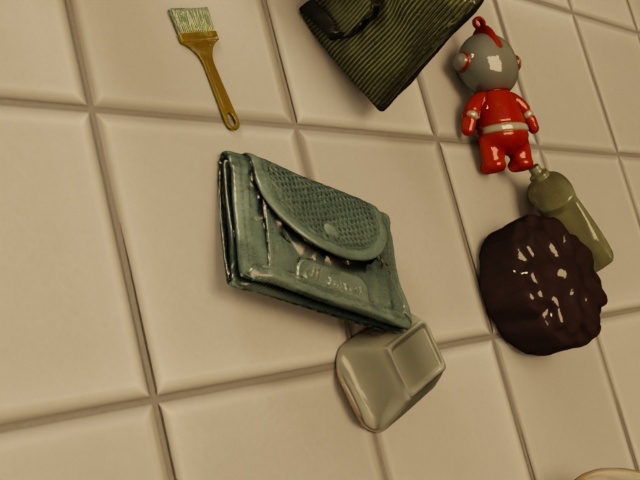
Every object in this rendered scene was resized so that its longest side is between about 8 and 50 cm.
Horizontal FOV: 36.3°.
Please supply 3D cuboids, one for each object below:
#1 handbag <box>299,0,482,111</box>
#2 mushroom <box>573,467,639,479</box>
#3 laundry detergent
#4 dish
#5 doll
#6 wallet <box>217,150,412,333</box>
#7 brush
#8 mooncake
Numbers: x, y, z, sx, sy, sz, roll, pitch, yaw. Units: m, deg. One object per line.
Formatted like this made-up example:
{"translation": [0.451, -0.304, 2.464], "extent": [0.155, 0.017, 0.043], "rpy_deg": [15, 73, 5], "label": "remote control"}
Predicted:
{"translation": [0.135, -0.423, 1.684], "extent": [0.240, 0.340, 0.247], "rpy_deg": [41, 49, -2], "label": "handbag"}
{"translation": [0.504, 0.506, 1.801], "extent": [0.162, 0.173, 0.236], "rpy_deg": [-35, 145, -85], "label": "mushroom"}
{"translation": [0.514, -0.055, 2.061], "extent": [0.253, 0.091, 0.181], "rpy_deg": [54, 11, -13], "label": "laundry detergent"}
{"translation": [0.120, 0.204, 1.555], "extent": [0.234, 0.064, 0.154], "rpy_deg": [-29, 95, -49], "label": "dish"}
{"translation": [0.354, -0.304, 2.019], "extent": [0.200, 0.105, 0.336], "rpy_deg": [-7, 83, -30], "label": "doll"}
{"translation": [0.000, 0.000, 1.491], "extent": [0.342, 0.075, 0.237], "rpy_deg": [20, 48, -36], "label": "wallet"}
{"translation": [-0.168, -0.264, 1.504], "extent": [0.083, 0.011, 0.205], "rpy_deg": [-20, 88, -50], "label": "brush"}
{"translation": [0.438, 0.084, 1.902], "extent": [0.283, 0.141, 0.283], "rpy_deg": [24, 54, -37], "label": "mooncake"}
